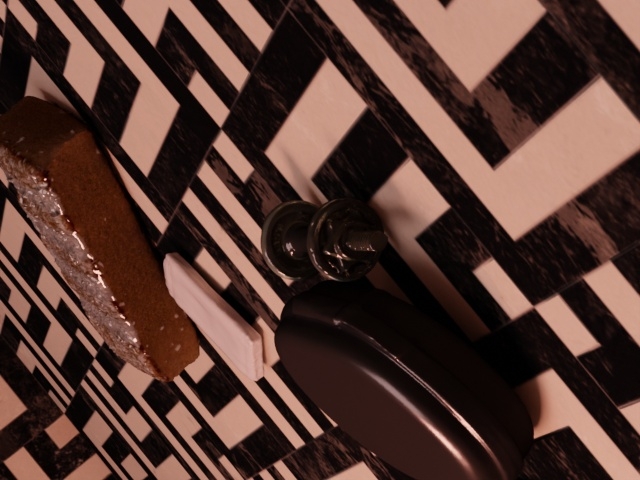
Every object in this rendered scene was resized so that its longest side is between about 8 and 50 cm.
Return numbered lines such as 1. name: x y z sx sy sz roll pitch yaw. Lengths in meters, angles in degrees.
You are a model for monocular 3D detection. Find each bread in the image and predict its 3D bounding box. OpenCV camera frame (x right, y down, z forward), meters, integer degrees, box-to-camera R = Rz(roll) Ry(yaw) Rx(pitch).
1. bread: -0.302 0.006 2.247 0.165 0.113 0.416 32 153 48

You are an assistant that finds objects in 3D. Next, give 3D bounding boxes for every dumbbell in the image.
1. dumbbell: 0.000 0.000 1.607 0.081 0.081 0.254 57 160 -14

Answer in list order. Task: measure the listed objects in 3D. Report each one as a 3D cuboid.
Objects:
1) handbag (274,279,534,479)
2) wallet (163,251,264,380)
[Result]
1. handbag: 0.077 0.138 1.617 0.254 0.093 0.308 49 163 -23
2. wallet: -0.136 0.097 2.157 0.183 0.032 0.124 45 160 24
